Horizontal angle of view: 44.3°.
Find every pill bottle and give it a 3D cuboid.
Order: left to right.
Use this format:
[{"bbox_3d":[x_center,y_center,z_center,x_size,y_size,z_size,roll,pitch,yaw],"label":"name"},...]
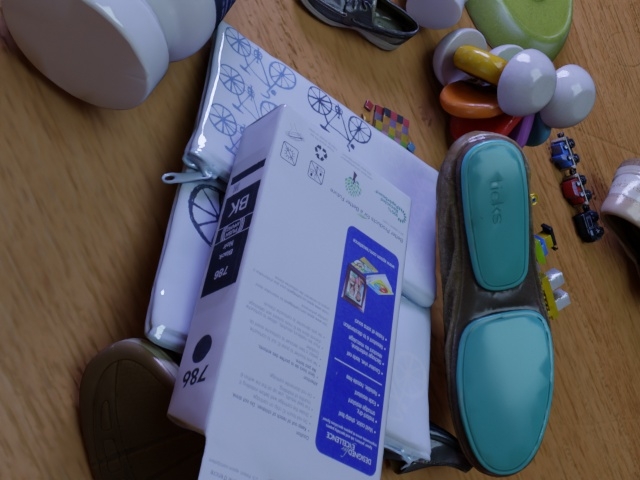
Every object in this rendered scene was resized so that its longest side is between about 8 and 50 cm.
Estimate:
[{"bbox_3d":[-0.132,-0.243,0.646,0.153,0.153,0.264,41,58,-25],"label":"pill bottle"},{"bbox_3d":[0.149,-0.336,0.936,0.087,0.087,0.160,28,64,-31],"label":"pill bottle"}]

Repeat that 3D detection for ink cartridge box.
[{"bbox_3d":[-0.015,0.068,0.608,0.165,0.065,0.332,35,49,-31],"label":"ink cartridge box"}]

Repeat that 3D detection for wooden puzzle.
[{"bbox_3d":[0.078,-0.122,0.883,0.083,0.006,0.049,21,67,-34],"label":"wooden puzzle"}]

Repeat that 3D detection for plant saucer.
[{"bbox_3d":[0.277,-0.355,1.078,0.241,0.037,0.241,9,75,-37],"label":"plant saucer"}]

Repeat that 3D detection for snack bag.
[{"bbox_3d":[0.000,0.000,0.729,0.323,0.037,0.342,32,49,-31],"label":"snack bag"}]

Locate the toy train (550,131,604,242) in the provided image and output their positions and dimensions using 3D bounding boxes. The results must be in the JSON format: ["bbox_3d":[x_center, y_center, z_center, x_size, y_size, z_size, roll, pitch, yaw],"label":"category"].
[{"bbox_3d":[0.349,-0.071,1.079,0.036,0.027,0.158,-22,95,-29],"label":"toy train"}]

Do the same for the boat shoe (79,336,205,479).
[{"bbox_3d":[-0.063,0.217,0.640,0.342,0.123,0.123,54,22,-3],"label":"boat shoe"}]

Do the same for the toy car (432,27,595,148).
[{"bbox_3d":[0.217,-0.163,0.933,0.182,0.159,0.136,6,111,-38],"label":"toy car"}]

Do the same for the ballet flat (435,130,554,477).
[{"bbox_3d":[0.165,0.061,0.810,0.116,0.124,0.342,-8,94,-9],"label":"ballet flat"}]

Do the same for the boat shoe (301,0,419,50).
[{"bbox_3d":[0.044,-0.257,0.858,0.152,0.049,0.056,13,72,-36],"label":"boat shoe"}]

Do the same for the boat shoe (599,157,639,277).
[{"bbox_3d":[0.505,0.036,1.131,0.341,0.122,0.110,45,69,-21],"label":"boat shoe"}]

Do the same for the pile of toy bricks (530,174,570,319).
[{"bbox_3d":[0.196,0.006,0.903,0.105,0.118,0.212,-31,118,-11],"label":"pile of toy bricks"}]

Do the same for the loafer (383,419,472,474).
[{"bbox_3d":[0.088,0.205,0.791,0.170,0.062,0.061,30,85,-26],"label":"loafer"}]
